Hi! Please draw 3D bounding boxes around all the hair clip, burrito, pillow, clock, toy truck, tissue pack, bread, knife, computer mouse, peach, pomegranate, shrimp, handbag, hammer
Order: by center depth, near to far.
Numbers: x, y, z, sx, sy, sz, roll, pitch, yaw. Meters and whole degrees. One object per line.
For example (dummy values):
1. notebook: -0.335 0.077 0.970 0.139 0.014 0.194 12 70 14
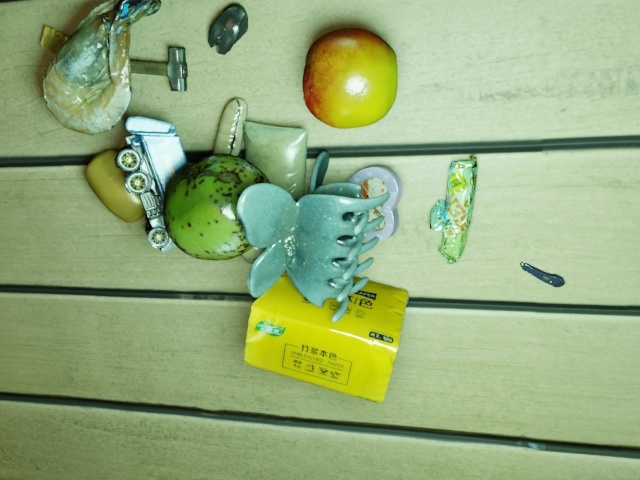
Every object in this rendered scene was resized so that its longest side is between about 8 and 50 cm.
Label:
1. peach: 0.068 -0.372 1.245 0.231 0.231 0.231 5 111 12
2. hair clip: 0.000 0.000 1.284 0.238 0.392 0.318 22 119 21
3. computer mouse: -0.235 -0.528 1.343 0.079 0.047 0.135 42 116 -3
4. pomegranate: -0.221 -0.050 1.358 0.285 0.285 0.341 -25 126 21
5. burrito: 0.335 -0.078 1.371 0.104 0.054 0.288 6 112 11
6. shrimp: -0.556 -0.450 1.374 0.221 0.110 0.445 41 117 -10
7. knife: 0.576 0.088 1.396 0.121 0.018 0.031 26 121 3
8. clock: 0.131 -0.103 1.403 0.172 0.064 0.198 15 114 29
9. hammer: -0.530 -0.468 1.429 0.365 0.043 0.111 7 113 8
10. tissue pack: 0.023 0.229 1.437 0.381 0.293 0.228 13 118 9
11. pillow: -0.126 -0.160 1.438 0.184 0.075 0.302 10 115 15
12. bread: -0.245 -0.275 1.438 0.073 0.053 0.214 21 113 1
13. toy truck: -0.437 -0.158 1.451 0.175 0.146 0.367 -19 110 -15
14. handbag: -0.714 -0.539 1.465 0.083 0.027 0.061 27 113 -1
15. bread: -0.582 -0.153 1.543 0.147 0.098 0.217 -39 99 19
